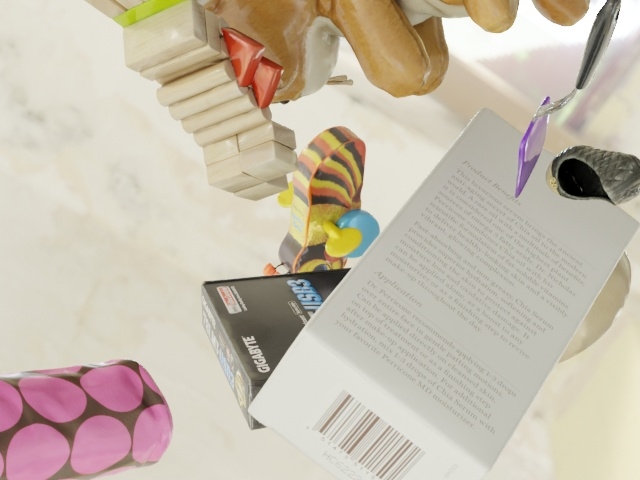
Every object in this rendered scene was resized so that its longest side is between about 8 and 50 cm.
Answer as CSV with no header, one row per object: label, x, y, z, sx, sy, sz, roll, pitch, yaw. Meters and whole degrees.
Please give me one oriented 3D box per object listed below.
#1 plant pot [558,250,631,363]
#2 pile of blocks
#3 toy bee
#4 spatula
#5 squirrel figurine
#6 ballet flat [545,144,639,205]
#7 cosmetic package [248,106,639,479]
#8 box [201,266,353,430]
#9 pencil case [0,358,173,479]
plant pot,0.309,0.029,2.481,0.191,0.284,0.284,51,-172,-41
pile of blocks,-0.108,-0.198,1.546,0.362,0.112,0.149,55,-147,-29
toy bee,0.000,0.000,2.241,0.162,0.298,0.195,-20,-167,-20
spatula,0.242,-0.147,1.589,0.030,0.296,0.084,30,-122,3
squirrel figurine,0.024,-0.329,1.663,0.281,0.370,0.397,-35,-73,-61
ballet flat,0.265,-0.063,1.615,0.057,0.049,0.173,64,164,-9
cosmetic package,0.143,0.076,1.735,0.230,0.161,0.453,38,-135,4
box,0.022,0.121,1.987,0.293,0.073,0.295,-4,-158,-14
pencil case,-0.218,0.137,1.212,0.209,0.095,0.098,-2,-135,-40
